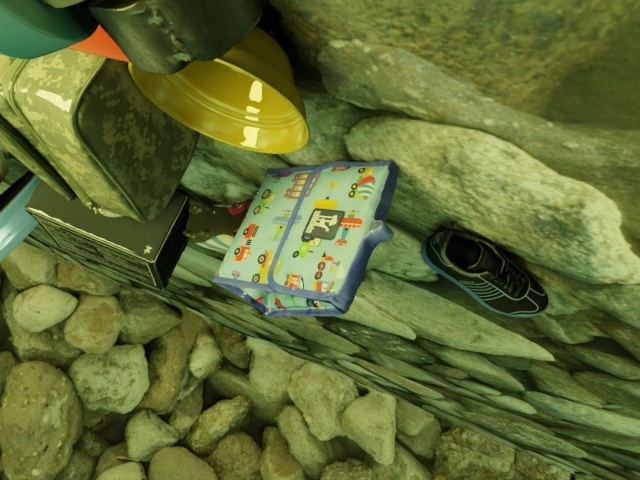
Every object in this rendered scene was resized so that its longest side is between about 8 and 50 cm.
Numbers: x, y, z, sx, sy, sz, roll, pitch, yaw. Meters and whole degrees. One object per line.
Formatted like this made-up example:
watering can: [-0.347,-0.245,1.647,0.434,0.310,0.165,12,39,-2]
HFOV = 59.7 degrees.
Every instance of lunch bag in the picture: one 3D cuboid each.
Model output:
lunch bag: [-0.335,-0.183,0.760,0.256,0.212,0.305,19,159,11]
lunch bag: [0.000,0.000,0.845,0.138,0.221,0.293,37,156,-32]

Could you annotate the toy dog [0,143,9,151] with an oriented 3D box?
toy dog: [-0.593,-0.208,1.063,0.334,0.161,0.220,-1,149,49]

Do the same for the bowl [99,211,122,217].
bowl: [-0.434,-0.121,1.111,0.053,0.142,0.142,-19,120,5]

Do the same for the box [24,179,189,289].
box: [-0.476,-0.043,1.317,0.296,0.182,0.294,23,161,-5]

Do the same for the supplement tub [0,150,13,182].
supplement tub: [-0.886,-0.151,1.295,0.228,0.316,0.228,22,158,9]

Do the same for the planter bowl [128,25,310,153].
planter bowl: [-0.101,-0.192,0.651,0.217,0.090,0.217,18,166,5]

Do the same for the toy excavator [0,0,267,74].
toy excavator: [-0.288,-0.289,0.383,0.445,0.433,0.222,-12,150,12]

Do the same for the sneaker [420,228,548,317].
sneaker: [0.273,0.055,0.890,0.232,0.081,0.090,26,167,-4]

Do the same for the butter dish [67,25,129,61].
butter dish: [-0.198,-0.267,0.554,0.160,0.159,0.118,17,-160,17]

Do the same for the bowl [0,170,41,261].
bowl: [-0.794,-0.041,1.385,0.391,0.391,0.077,-2,138,50]

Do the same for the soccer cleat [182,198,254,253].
soccer cleat: [-0.137,-0.021,1.141,0.331,0.116,0.143,8,171,42]
